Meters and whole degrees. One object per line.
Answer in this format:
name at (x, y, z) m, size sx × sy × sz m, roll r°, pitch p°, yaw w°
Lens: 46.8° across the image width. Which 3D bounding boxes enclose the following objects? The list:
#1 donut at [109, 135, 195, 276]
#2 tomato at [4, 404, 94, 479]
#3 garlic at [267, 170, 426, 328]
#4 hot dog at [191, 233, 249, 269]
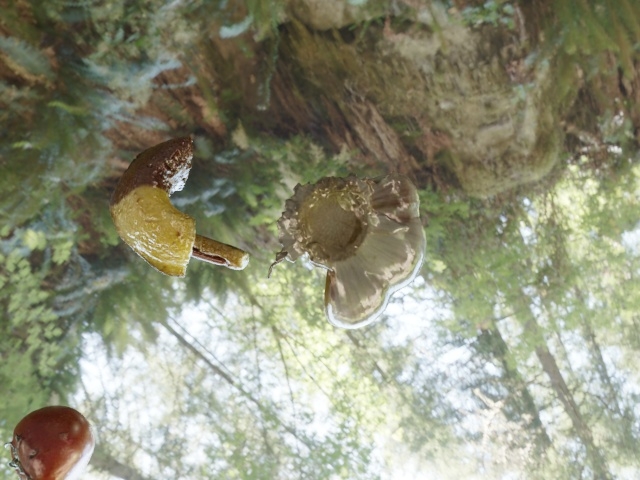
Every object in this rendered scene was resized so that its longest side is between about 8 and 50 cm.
donut at (-0.315, -0.092, 1.422) m, size 0.112 × 0.151 × 0.295 m, roll -36°, pitch -128°, yaw 47°
tomato at (-0.500, 0.389, 1.384) m, size 0.167 × 0.167 × 0.167 m, roll -17°, pitch -134°, yaw 19°
garlic at (0.000, 0.000, 0.947) m, size 0.256 × 0.207 × 0.207 m, roll -6°, pitch -129°, yaw 30°
hot dog at (-0.257, 0.016, 1.581) m, size 0.215 × 0.066 × 0.047 m, roll 18°, pitch -123°, yaw 10°
